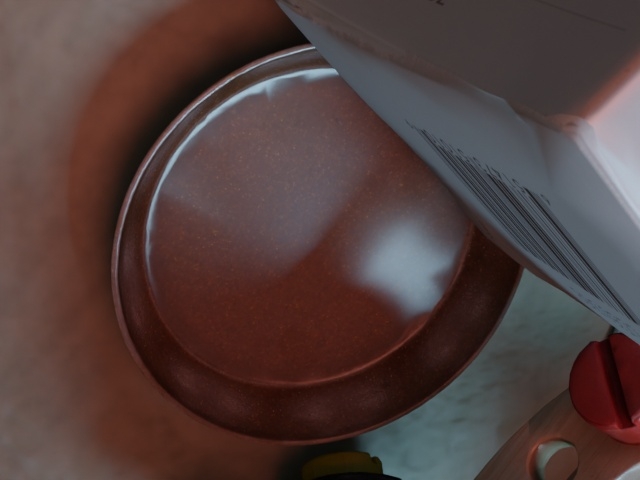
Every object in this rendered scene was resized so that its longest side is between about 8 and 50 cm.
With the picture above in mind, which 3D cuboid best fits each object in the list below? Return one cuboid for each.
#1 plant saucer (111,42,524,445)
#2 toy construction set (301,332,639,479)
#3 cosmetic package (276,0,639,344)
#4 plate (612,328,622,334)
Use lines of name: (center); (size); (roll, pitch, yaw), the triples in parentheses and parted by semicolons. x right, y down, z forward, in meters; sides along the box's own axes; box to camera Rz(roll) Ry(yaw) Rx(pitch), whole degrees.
plant saucer: (0.000, 0.000, 0.581); (0.168, 0.029, 0.169); (-7, 116, -15)
toy construction set: (0.036, 0.178, 0.522); (0.237, 0.309, 0.258); (-15, 84, 29)
cosmetic package: (0.200, -0.139, 0.467); (0.385, 0.217, 0.156); (-45, 119, -3)
plate: (0.215, 0.064, 0.690); (0.188, 0.024, 0.188); (-8, 115, -17)
